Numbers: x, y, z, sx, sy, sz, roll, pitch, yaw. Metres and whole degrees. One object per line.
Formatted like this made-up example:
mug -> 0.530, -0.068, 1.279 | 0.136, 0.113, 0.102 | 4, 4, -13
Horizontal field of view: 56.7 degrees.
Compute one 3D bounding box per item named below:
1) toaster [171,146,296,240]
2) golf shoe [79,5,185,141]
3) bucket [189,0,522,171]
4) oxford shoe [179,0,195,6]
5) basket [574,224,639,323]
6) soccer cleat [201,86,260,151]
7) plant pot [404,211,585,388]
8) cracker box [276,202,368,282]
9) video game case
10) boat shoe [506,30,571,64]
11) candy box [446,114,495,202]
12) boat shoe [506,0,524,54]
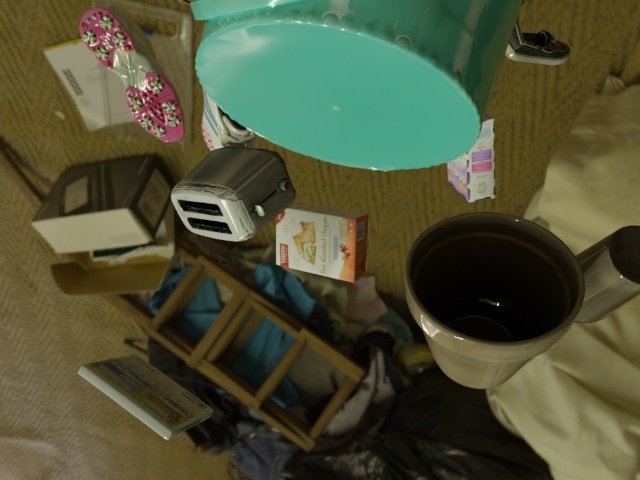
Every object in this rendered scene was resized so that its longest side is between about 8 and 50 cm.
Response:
toaster -> -0.169, -0.087, 1.093 | 0.227, 0.146, 0.129 | 10, 134, 36
golf shoe -> -0.372, -0.359, 1.261 | 0.115, 0.140, 0.306 | -19, 119, 16
bucket -> 0.033, -0.191, 0.507 | 0.281, 0.183, 0.281 | 13, 166, 3
oxford shoe -> -0.219, -0.495, 1.156 | 0.076, 0.076, 0.212 | -12, 172, 38
basket -> 0.623, 0.066, 1.264 | 0.154, 0.204, 0.227 | 53, 166, 16
soccer cleat -> -0.167, -0.221, 1.125 | 0.116, 0.143, 0.331 | -13, 151, -10
plant pot -> 0.328, 0.151, 1.196 | 0.323, 0.323, 0.280 | 5, 138, 9
cracker box -> 0.000, 0.000, 1.440 | 0.232, 0.067, 0.155 | 11, 109, 33
video game case -> -0.329, 0.293, 1.139 | 0.212, 0.193, 0.023 | 32, 92, 12
boat shoe -> 0.609, -0.531, 1.620 | 0.219, 0.077, 0.070 | -8, 148, -25
candy box -> 0.358, -0.214, 1.427 | 0.070, 0.165, 0.196 | -11, 117, -2
boat shoe -> 0.292, -0.416, 0.922 | 0.092, 0.102, 0.285 | -15, 138, 21
